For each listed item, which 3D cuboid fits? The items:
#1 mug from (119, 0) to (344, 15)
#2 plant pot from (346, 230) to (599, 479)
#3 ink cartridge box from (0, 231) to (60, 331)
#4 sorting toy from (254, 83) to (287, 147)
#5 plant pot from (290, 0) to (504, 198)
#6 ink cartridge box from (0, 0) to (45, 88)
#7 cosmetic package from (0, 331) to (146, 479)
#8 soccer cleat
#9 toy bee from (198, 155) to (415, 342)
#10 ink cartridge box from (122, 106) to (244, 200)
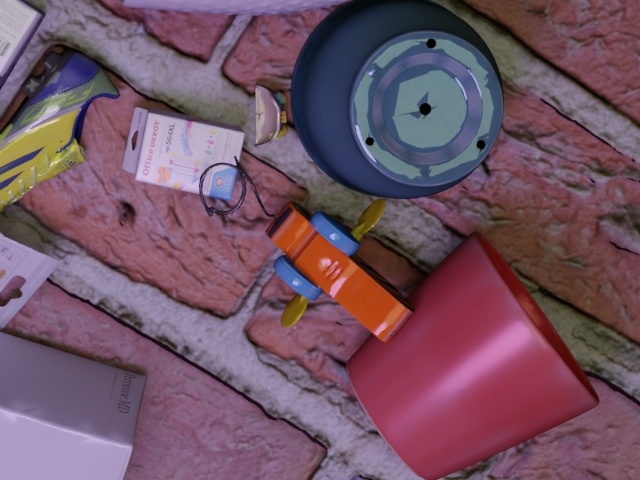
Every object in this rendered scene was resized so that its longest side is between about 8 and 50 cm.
[{"bbox_3d":[-0.062,-0.451,1.529,0.328,0.276,0.374,2,101,-15],"label":"mug"},{"bbox_3d":[0.185,0.167,1.682,0.243,0.275,0.275,-37,102,9],"label":"plant pot"},{"bbox_3d":[-0.471,0.013,1.634,0.232,0.066,0.189,23,134,-29],"label":"ink cartridge box"},{"bbox_3d":[-0.062,-0.159,1.679,0.044,0.075,0.083,0,100,-6],"label":"sorting toy"},{"bbox_3d":[0.108,-0.173,1.606,0.271,0.255,0.272,-1,99,-6],"label":"plant pot"},{"bbox_3d":[-0.453,-0.240,1.617,0.139,0.082,0.191,32,96,-10],"label":"ink cartridge box"},{"bbox_3d":[-0.425,0.219,1.623,0.385,0.217,0.156,16,107,-10],"label":"cosmetic package"},{"bbox_3d":[-0.366,-0.107,1.646,0.121,0.093,0.289,36,94,-18],"label":"soccer cleat"},{"bbox_3d":[0.000,0.000,1.656,0.195,0.162,0.298,-29,93,8],"label":"toy bee"},{"bbox_3d":[-0.178,-0.113,1.666,0.143,0.090,0.092,11,98,-9],"label":"ink cartridge box"}]
